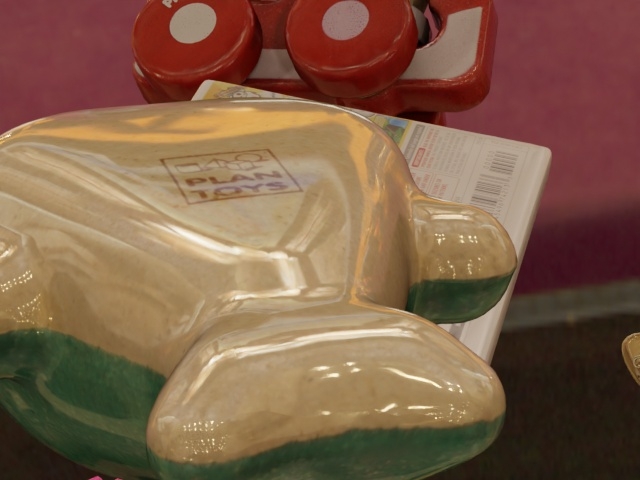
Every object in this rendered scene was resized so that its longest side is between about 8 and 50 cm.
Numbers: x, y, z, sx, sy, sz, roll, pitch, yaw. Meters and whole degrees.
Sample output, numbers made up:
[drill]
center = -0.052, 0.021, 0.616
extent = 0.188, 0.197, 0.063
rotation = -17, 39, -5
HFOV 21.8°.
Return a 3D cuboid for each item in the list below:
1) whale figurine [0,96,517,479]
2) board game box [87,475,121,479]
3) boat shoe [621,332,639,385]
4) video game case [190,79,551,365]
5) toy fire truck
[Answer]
[whale figurine]
center = -0.032, 0.039, 0.577
extent = 0.216, 0.141, 0.272
rotation = -7, 20, -18
[board game box]
center = -0.057, 0.365, 1.342
extent = 0.050, 0.390, 0.390
rotation = -24, 4, -33
[boat shoe]
center = 0.393, 0.157, 1.871
extent = 0.056, 0.048, 0.153
rotation = -26, 55, -5
[video game case]
center = 0.000, 0.000, 0.864
extent = 0.206, 0.026, 0.227
rotation = 12, 39, 11
[toy fire truck]
center = -0.007, -0.194, 1.353
extent = 0.302, 0.169, 0.253
rotation = 0, 63, 16
